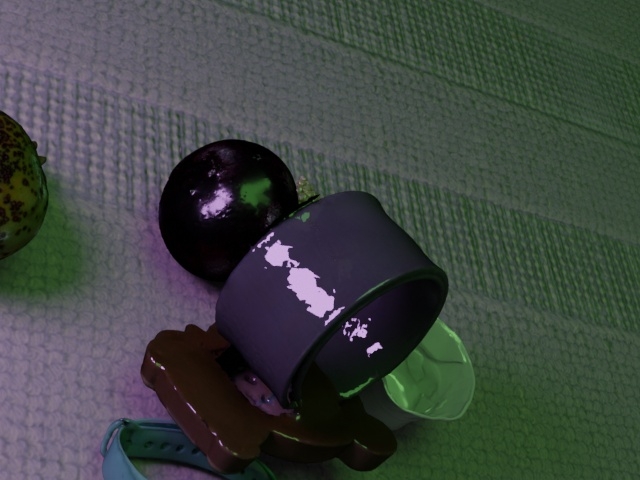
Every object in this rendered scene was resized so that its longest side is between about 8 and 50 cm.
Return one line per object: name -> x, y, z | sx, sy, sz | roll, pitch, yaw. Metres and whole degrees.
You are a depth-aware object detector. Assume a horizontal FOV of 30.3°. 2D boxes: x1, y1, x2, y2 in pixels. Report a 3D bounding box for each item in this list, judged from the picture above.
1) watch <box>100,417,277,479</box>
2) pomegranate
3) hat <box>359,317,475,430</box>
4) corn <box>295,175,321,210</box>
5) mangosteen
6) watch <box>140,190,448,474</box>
watch -> -0.162, 0.300, 1.457 | 0.237, 0.068, 0.195 | 23, 23, -7
pomegranate -> -0.450, -0.066, 1.511 | 0.204, 0.276, 0.222 | -32, 84, -7
hat -> 0.121, 0.206, 1.751 | 0.203, 0.126, 0.203 | 21, 47, -24
corn -> 0.000, 0.000, 1.861 | 0.087, 0.087, 0.211 | -22, 69, -45
mangosteen -> -0.116, -0.026, 1.722 | 0.250, 0.211, 0.211 | 48, 30, -47
watch -> -0.009, 0.108, 1.519 | 0.335, 0.327, 0.314 | -4, 44, -51
